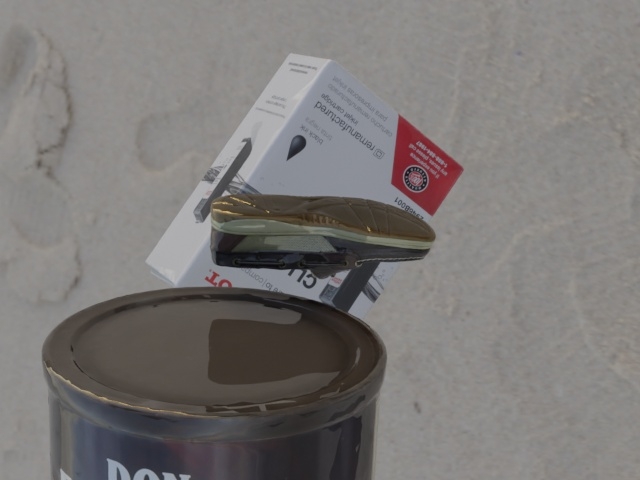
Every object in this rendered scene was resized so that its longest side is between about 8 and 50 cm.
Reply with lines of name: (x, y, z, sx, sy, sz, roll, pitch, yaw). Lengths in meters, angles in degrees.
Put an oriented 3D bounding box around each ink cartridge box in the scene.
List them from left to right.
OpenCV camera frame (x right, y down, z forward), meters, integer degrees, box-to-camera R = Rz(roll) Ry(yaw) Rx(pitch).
ink cartridge box: (-0.016, -0.024, 1.187, 0.273, 0.197, 0.114, -56, 26, -3)

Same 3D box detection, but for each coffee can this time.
coffee can: (-0.066, 0.190, 0.721, 0.201, 0.201, 0.275, 20, 114, 44)

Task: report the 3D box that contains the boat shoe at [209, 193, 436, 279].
boat shoe: (0.000, 0.000, 0.775, 0.056, 0.152, 0.049, -101, 20, -63)
